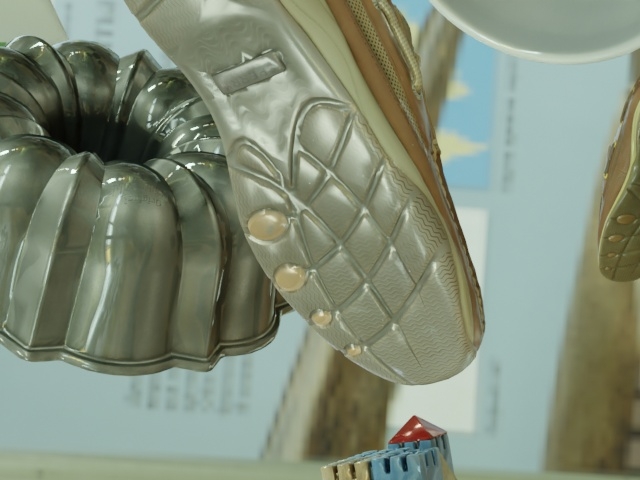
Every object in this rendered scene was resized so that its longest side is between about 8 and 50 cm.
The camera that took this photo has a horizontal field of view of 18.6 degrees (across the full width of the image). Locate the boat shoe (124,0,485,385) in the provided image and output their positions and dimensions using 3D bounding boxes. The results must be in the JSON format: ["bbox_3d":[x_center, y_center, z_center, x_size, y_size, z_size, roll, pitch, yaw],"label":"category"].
[{"bbox_3d":[0.010,-0.076,1.018,0.116,0.123,0.324,-44,-64,-44],"label":"boat shoe"}]

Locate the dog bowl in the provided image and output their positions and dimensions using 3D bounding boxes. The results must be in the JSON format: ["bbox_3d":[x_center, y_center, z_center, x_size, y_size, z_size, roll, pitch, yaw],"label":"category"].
[{"bbox_3d":[0.199,-0.283,1.639,0.265,0.265,0.104,97,-164,-45],"label":"dog bowl"}]

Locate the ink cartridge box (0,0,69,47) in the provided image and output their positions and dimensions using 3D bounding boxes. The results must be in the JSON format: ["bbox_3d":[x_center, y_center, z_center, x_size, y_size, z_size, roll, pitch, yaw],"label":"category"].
[{"bbox_3d":[-0.365,-0.155,1.969,0.093,0.154,0.212,62,140,29],"label":"ink cartridge box"}]

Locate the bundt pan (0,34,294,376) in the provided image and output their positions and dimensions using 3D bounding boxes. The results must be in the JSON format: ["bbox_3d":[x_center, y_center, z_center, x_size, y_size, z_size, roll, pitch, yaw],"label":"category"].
[{"bbox_3d":[-0.161,-0.046,1.412,0.331,0.331,0.124,-91,15,-62],"label":"bundt pan"}]

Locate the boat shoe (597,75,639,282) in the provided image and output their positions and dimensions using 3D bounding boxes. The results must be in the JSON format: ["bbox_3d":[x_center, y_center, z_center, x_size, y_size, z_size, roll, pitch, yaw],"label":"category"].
[{"bbox_3d":[0.250,-0.051,1.508,0.060,0.064,0.178,-106,22,-56],"label":"boat shoe"}]

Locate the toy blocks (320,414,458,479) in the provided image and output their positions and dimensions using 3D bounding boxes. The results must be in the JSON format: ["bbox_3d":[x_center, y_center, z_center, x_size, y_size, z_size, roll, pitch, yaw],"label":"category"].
[{"bbox_3d":[0.080,0.303,1.793,0.381,0.191,0.260,-8,-92,-64],"label":"toy blocks"}]
